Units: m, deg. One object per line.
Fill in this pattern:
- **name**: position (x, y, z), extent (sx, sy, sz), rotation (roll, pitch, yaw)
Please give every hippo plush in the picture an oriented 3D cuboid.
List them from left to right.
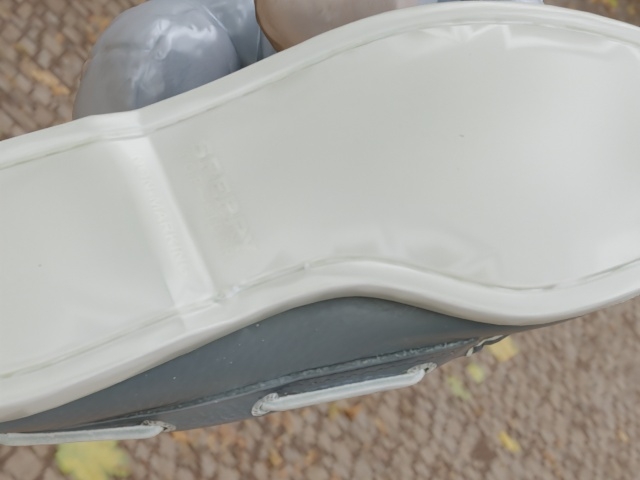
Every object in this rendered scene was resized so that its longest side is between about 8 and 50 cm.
- **hippo plush**: position (-0.012, -0.115, 0.723), extent (0.294, 0.237, 0.234), rotation (-54, 141, -35)

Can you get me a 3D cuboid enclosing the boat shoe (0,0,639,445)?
- **boat shoe**: position (0.000, 0.000, 0.480), extent (0.320, 0.099, 0.116), rotation (-13, 71, -14)
